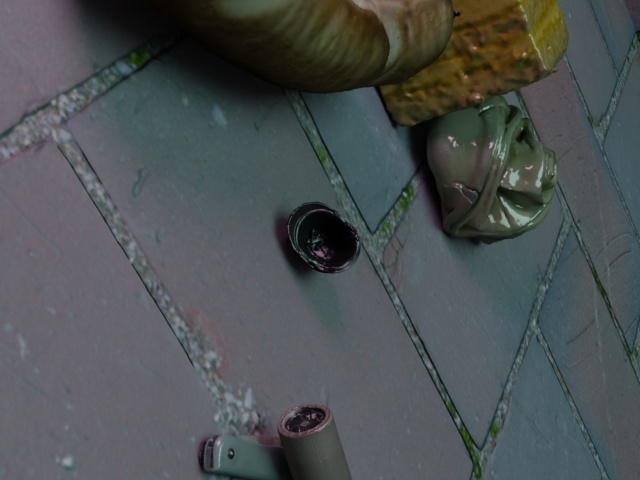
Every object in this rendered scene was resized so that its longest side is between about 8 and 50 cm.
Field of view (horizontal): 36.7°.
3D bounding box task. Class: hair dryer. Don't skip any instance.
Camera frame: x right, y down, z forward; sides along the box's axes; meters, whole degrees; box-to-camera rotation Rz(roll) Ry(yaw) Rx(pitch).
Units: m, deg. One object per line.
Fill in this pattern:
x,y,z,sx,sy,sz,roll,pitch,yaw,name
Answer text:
-0.038,0.278,0.828,0.220,0.054,0.195,-37,119,-45,hair dryer

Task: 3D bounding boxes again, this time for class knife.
-0.048,0.197,0.878,0.162,0.023,0.044,25,64,-51,knife

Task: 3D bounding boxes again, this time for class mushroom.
-0.050,-0.261,0.944,0.397,0.224,0.313,-37,137,-39,mushroom

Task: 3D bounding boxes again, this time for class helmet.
-0.001,-0.001,1.009,0.084,0.049,0.065,42,76,-5,helmet

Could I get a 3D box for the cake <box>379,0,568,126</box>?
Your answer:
0.167,-0.331,1.246,0.286,0.223,0.227,64,32,-17,cake

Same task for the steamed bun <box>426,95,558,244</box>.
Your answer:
0.251,-0.095,1.329,0.211,0.144,0.217,-34,116,-53,steamed bun
